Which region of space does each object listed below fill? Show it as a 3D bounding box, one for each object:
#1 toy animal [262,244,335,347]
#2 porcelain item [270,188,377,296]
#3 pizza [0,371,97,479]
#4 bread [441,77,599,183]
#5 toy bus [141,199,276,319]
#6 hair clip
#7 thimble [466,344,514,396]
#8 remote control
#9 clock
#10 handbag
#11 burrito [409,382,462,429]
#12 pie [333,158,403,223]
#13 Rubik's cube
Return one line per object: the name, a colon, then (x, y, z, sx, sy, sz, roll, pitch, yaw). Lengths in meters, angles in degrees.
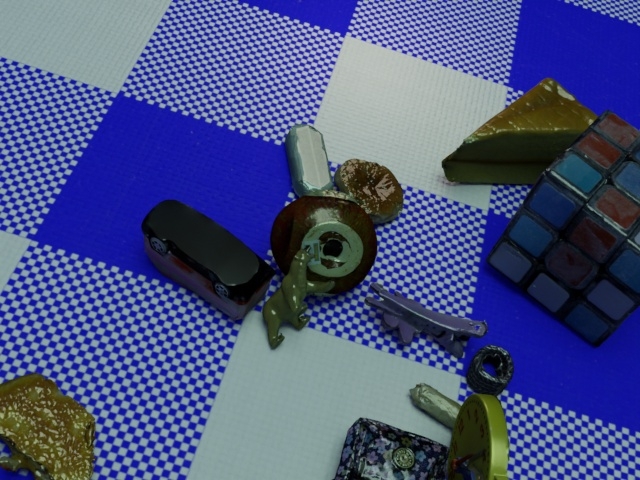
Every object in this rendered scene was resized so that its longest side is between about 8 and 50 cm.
toy animal: (-0.059, 0.119, 1.856, 0.101, 0.218, 0.103, 46, 35, 16)
porcelain item: (0.000, 0.000, 1.970, 0.253, 0.253, 0.252, 7, 53, -9)
pizza: (-0.516, 0.378, 1.629, 0.297, 0.071, 0.189, 40, 43, 12)
bread: (0.514, -0.216, 2.221, 0.362, 0.233, 0.245, -33, 69, -27)
toy bus: (-0.252, 0.042, 1.890, 0.303, 0.147, 0.127, 32, 54, 13)
hair clip: (0.229, 0.186, 1.945, 0.279, 0.090, 0.137, 19, 48, 6)
thimble: (0.373, 0.286, 1.914, 0.095, 0.066, 0.104, 12, 49, -6)
remote control: (-0.028, -0.197, 2.184, 0.104, 0.052, 0.247, 1, 52, -18)
clock: (0.284, 0.432, 1.646, 0.071, 0.277, 0.293, 10, 28, -4)
handbag: (0.131, 0.466, 1.684, 0.229, 0.126, 0.207, 24, 52, -5)
burrito: (0.273, 0.363, 1.844, 0.188, 0.045, 0.058, 30, 46, 12)
pie: (0.125, -0.127, 2.159, 0.195, 0.046, 0.195, 15, 49, -18)
Rubik's cube: (0.664, -0.032, 2.034, 0.359, 0.363, 0.362, 42, 52, 13)
